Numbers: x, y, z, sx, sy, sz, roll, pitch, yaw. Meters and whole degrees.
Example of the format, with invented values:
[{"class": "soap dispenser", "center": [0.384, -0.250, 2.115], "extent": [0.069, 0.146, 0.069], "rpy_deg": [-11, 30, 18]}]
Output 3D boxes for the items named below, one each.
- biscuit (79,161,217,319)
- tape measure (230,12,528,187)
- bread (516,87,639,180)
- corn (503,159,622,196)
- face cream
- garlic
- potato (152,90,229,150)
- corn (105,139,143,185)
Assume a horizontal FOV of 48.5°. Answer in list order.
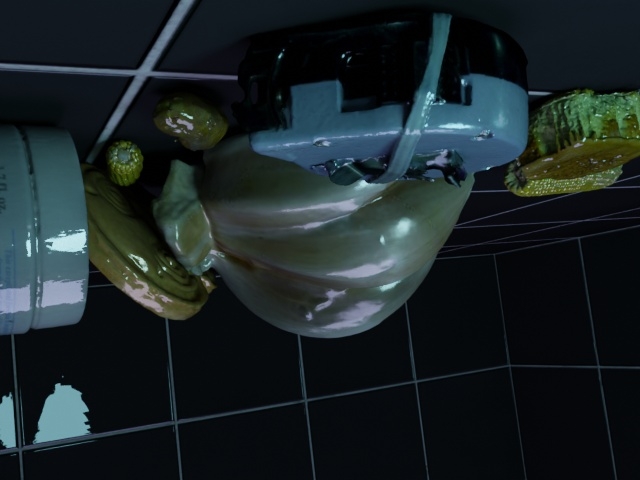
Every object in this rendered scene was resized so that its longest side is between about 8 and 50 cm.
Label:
[{"class": "biscuit", "center": [-0.187, -0.002, 0.786], "extent": [0.044, 0.202, 0.289], "rpy_deg": [-41, 174, 8]}, {"class": "tape measure", "center": [0.058, -0.093, 0.520], "extent": [0.181, 0.107, 0.182], "rpy_deg": [-2, 174, 24]}, {"class": "bread", "center": [0.266, -0.109, 0.751], "extent": [0.128, 0.069, 0.140], "rpy_deg": [-3, 172, -23]}, {"class": "corn", "center": [0.336, -0.094, 0.982], "extent": [0.165, 0.063, 0.085], "rpy_deg": [-4, 150, -27]}, {"class": "face cream", "center": [-0.286, -0.008, 0.585], "extent": [0.153, 0.177, 0.177], "rpy_deg": [-3, 173, -30]}, {"class": "garlic", "center": [0.000, -0.002, 0.756], "extent": [0.325, 0.132, 0.279], "rpy_deg": [2, 143, 4]}, {"class": "potato", "center": [-0.102, -0.097, 0.585], "extent": [0.047, 0.045, 0.092], "rpy_deg": [29, -179, 15]}, {"class": "corn", "center": [-0.197, -0.076, 0.714], "extent": [0.037, 0.037, 0.092], "rpy_deg": [-5, 173, -18]}]
